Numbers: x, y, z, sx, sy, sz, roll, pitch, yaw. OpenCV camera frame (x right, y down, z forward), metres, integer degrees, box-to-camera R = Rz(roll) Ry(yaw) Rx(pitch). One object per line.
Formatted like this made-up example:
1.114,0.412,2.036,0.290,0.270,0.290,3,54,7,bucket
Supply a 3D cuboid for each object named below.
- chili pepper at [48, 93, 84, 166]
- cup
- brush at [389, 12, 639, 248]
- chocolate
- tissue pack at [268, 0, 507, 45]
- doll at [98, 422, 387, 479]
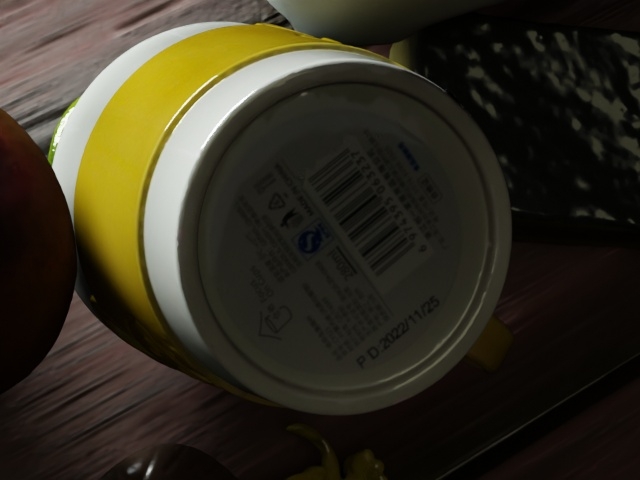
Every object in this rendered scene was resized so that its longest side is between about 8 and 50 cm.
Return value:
-0.130,-0.057,0.745,0.030,0.017,0.083,32,73,-7,chili pepper
0.000,0.000,0.651,0.241,0.226,0.185,30,86,-18,cup
0.139,-0.063,0.786,0.197,0.059,0.123,4,80,-11,brush
-0.192,0.009,0.641,0.176,0.177,0.177,3,78,-13,chocolate
0.106,-0.258,0.707,0.333,0.236,0.229,-13,60,-16,tissue pack
-0.046,0.156,0.686,0.145,0.096,0.188,49,63,-8,doll
